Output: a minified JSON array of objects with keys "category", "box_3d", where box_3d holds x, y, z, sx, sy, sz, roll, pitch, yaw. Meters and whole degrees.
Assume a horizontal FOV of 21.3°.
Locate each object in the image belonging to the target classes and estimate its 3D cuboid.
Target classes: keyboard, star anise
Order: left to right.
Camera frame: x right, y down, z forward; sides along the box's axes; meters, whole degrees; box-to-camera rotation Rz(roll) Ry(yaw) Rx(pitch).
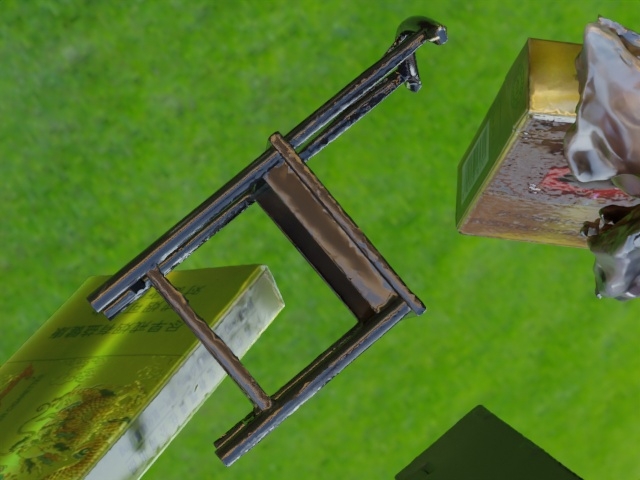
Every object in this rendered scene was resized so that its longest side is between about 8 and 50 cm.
[{"category":"keyboard","box_3d":[0.143,0.201,1.215,0.106,0.317,0.027,-41,111,-5]},{"category":"star anise","box_3d":[0.247,-0.007,0.954,0.331,0.332,0.117,-8,165,-43]}]

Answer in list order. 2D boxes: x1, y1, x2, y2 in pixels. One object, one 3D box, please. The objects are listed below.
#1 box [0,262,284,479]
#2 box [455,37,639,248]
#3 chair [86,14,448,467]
[{"category":"box","box_3d":[-0.169,0.120,1.130,0.311,0.173,0.043,-50,125,-46]},{"category":"box","box_3d":[0.204,-0.067,1.311,0.159,0.071,0.240,8,158,-6]},{"category":"chair","box_3d":[0.000,0.000,1.031,0.260,0.141,0.154,-40,179,-6]}]
